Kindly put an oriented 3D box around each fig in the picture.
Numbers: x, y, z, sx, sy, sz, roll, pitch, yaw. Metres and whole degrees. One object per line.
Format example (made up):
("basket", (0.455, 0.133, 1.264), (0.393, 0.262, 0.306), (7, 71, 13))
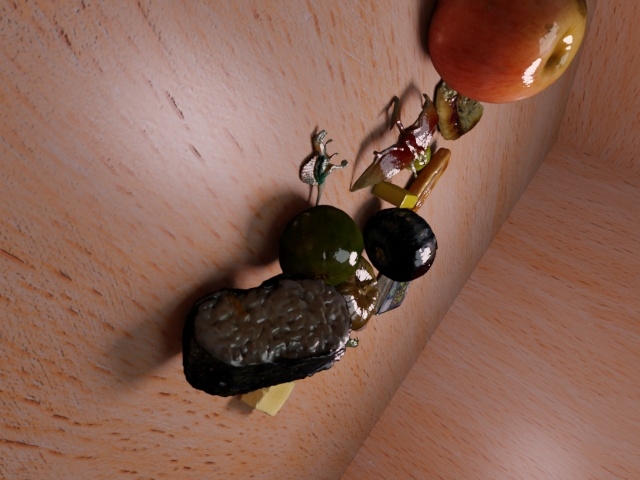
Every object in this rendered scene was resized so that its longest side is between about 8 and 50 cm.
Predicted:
("fig", (0.000, 0.000, 1.239), (0.245, 0.195, 0.195), (-88, -170, -57))

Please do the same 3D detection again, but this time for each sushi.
("sushi", (-0.108, 0.193, 1.105), (0.350, 0.211, 0.171), (-11, 147, -26))

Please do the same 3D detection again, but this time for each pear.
("pear", (0.270, -0.239, 1.547), (0.097, 0.092, 0.092), (-83, -163, -77))

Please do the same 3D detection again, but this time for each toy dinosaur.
("toy dinosaur", (-0.006, -0.150, 1.192), (0.106, 0.044, 0.187), (0, 131, -48))
("toy dinosaur", (0.203, -0.253, 1.432), (0.206, 0.113, 0.327), (23, 85, -40))

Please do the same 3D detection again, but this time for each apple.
("apple", (0.452, -0.511, 1.320), (0.364, 0.364, 0.364), (-44, 151, -32))

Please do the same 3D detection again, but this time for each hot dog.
("hot dog", (0.341, -0.196, 1.770), (0.249, 0.068, 0.100), (-56, 166, -4))

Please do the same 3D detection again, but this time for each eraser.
("eraser", (0.216, -0.131, 1.566), (0.122, 0.097, 0.045), (-4, 120, -63))

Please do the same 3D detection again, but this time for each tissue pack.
("tissue pack", (0.265, 0.182, 2.035), (0.235, 0.073, 0.173), (-7, 124, -61))

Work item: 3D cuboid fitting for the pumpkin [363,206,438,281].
("pumpkin", (0.230, 0.014, 1.595), (0.163, 0.233, 0.233), (-29, 143, -29))

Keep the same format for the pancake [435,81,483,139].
("pancake", (0.472, -0.456, 1.737), (0.305, 0.067, 0.427), (-61, 154, -2))

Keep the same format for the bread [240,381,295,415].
("bread", (-0.144, 0.414, 1.510), (0.125, 0.068, 0.188), (-54, 156, -13))

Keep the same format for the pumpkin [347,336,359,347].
("pumpkin", (0.021, 0.269, 1.586), (0.194, 0.150, 0.194), (-16, 113, -43))

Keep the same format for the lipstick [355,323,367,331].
("lipstick", (0.121, 0.211, 1.792), (0.070, 0.070, 0.254), (-47, 153, -26))

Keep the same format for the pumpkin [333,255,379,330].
("pumpkin", (0.079, 0.132, 1.459), (0.219, 0.162, 0.219), (24, 60, -51))
